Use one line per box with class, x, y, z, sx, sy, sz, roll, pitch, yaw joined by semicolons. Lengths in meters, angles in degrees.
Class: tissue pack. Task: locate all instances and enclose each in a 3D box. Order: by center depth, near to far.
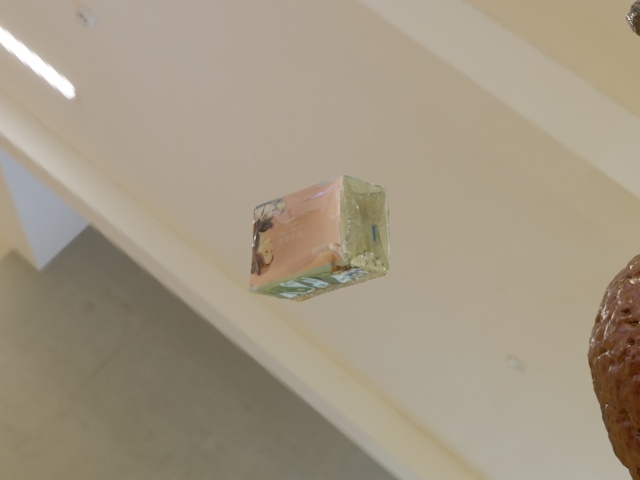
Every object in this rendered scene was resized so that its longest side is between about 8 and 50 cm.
tissue pack;0.000;0.000;0.721;0.094;0.074;0.058;-20;-29;40

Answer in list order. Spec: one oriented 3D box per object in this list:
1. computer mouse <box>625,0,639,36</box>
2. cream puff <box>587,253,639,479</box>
computer mouse;0.287;-0.181;0.788;0.047;0.079;0.135;59;-1;-13
cream puff;0.374;0.110;0.856;0.303;0.303;0.212;43;-53;0
